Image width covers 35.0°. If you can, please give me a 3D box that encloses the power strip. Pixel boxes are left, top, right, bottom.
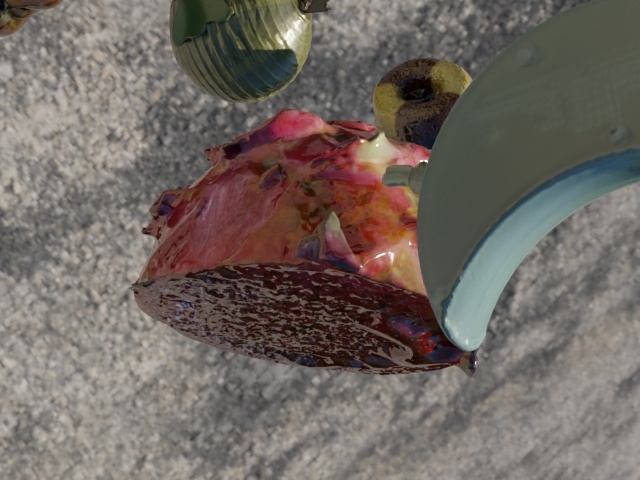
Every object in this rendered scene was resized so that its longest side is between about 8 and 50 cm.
[{"bbox_3d":[0.142,-0.038,0.521,0.253,0.168,0.054,-14,158,33],"label":"power strip"}]

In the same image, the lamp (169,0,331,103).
[{"bbox_3d":[-0.111,-0.356,1.669,0.284,0.250,0.250,-16,159,25],"label":"lamp"}]

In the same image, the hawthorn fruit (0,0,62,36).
[{"bbox_3d":[-0.487,-0.462,1.471,0.267,0.301,0.268,-10,162,-3],"label":"hawthorn fruit"}]

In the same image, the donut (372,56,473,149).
[{"bbox_3d":[0.162,-0.219,1.593,0.166,0.184,0.073,-51,138,-18],"label":"donut"}]

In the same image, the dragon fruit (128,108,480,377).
[{"bbox_3d":[0.000,0.000,1.063,0.370,0.249,0.386,10,158,-6],"label":"dragon fruit"}]
